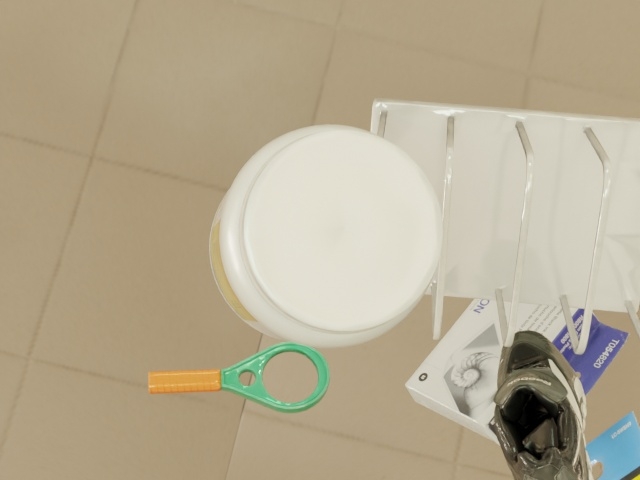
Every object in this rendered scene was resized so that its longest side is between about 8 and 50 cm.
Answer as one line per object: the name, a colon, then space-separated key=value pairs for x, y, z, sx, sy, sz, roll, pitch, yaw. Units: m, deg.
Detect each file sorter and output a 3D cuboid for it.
file sorter: x=0.174 y=-0.008 z=1.013 sx=0.277 sy=0.173 sz=0.193 roll=5 pitch=110 yaw=5

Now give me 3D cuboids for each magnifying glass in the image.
magnifying glass: x=-0.103 y=0.177 z=1.420 sx=0.230 sy=0.026 sz=0.092 roll=-2 pitch=64 yaw=-3

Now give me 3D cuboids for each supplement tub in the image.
supplement tub: x=0.000 y=0.000 z=0.760 sx=0.144 sy=0.199 sz=0.144 roll=1 pitch=86 yaw=-9

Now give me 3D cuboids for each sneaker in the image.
sneaker: x=0.194 y=0.146 z=0.991 sx=0.078 sy=0.106 sz=0.234 roll=-15 pitch=35 yaw=14

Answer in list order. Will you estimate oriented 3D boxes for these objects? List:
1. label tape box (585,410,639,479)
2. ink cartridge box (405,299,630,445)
label tape box: x=0.386 y=0.419 z=1.371 sx=0.105 sy=0.241 sz=0.334 roll=22 pitch=40 yaw=-27
ink cartridge box: x=0.257 y=0.159 z=1.479 sx=0.223 sy=0.224 sz=0.045 roll=-49 pitch=129 yaw=-17
